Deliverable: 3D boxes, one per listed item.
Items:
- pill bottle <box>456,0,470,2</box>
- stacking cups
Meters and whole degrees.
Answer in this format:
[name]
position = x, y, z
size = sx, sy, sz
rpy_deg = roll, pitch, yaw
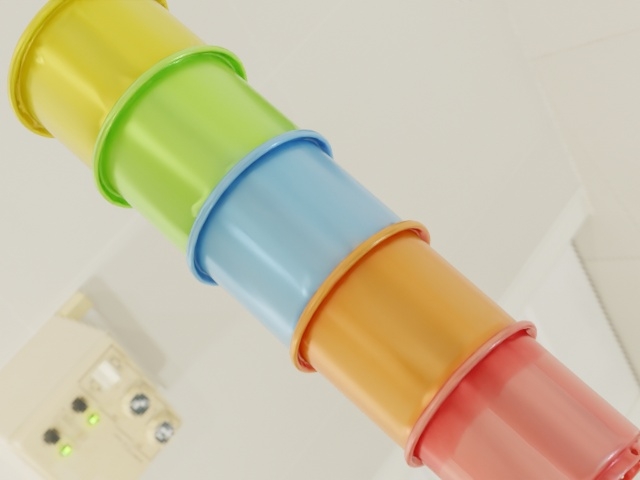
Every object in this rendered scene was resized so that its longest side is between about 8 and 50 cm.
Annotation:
[pill bottle]
position = 0.099, -0.286, 0.724
size = 0.121, 0.221, 0.121
rpy_deg = 24, -168, -5
[stacking cups]
position = 0.000, 0.000, 0.456
size = 0.316, 0.096, 0.096
rpy_deg = 39, 156, 22
